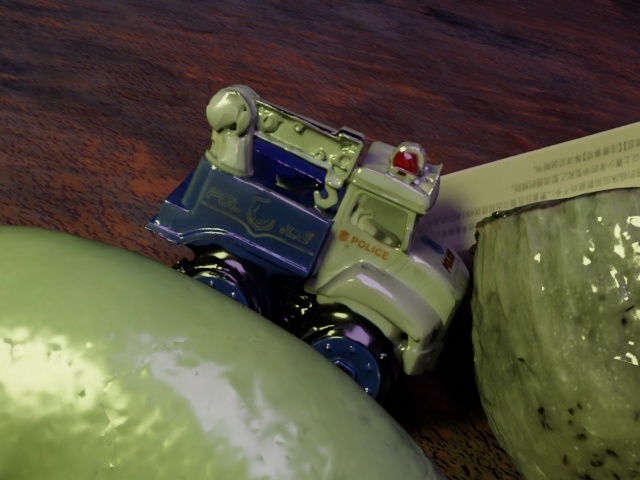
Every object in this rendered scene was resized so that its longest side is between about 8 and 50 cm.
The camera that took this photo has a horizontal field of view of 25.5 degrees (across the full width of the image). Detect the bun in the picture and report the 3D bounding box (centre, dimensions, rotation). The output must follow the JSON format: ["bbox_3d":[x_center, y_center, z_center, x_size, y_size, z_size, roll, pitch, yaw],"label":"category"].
[{"bbox_3d":[-0.087,0.143,0.477,0.293,0.293,0.187,30,52,12],"label":"bun"}]

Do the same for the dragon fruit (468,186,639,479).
[{"bbox_3d":[0.200,0.102,0.883,0.203,0.221,0.283,-5,-17,4],"label":"dragon fruit"}]

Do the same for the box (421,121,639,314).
[{"bbox_3d":[0.214,-0.006,1.004,0.200,0.065,0.343,22,-25,-40],"label":"box"}]

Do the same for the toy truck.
[{"bbox_3d":[0.000,0.000,0.947,0.213,0.177,0.161,25,21,1],"label":"toy truck"}]
